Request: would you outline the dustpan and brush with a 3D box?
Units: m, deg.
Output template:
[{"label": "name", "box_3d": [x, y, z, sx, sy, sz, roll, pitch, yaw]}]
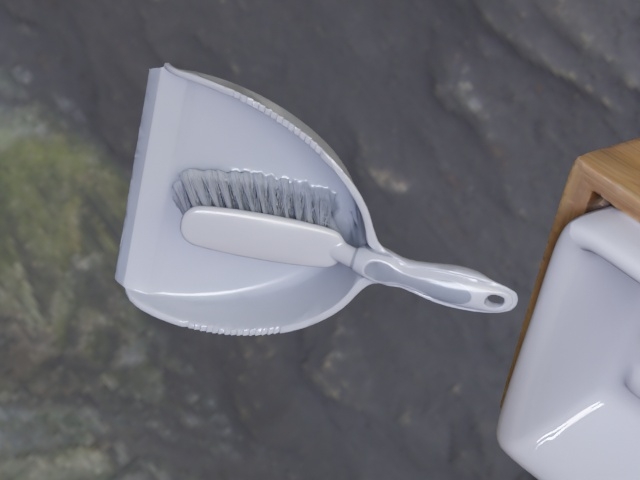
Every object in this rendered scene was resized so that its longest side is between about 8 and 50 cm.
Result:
[{"label": "dustpan and brush", "box_3d": [0.000, 0.000, 0.815, 0.211, 0.060, 0.147, 11, 119, -4]}]

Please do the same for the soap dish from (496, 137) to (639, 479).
[{"label": "soap dish", "box_3d": [0.232, 0.084, 0.917, 0.229, 0.118, 0.291, 36, 152, 19]}]
